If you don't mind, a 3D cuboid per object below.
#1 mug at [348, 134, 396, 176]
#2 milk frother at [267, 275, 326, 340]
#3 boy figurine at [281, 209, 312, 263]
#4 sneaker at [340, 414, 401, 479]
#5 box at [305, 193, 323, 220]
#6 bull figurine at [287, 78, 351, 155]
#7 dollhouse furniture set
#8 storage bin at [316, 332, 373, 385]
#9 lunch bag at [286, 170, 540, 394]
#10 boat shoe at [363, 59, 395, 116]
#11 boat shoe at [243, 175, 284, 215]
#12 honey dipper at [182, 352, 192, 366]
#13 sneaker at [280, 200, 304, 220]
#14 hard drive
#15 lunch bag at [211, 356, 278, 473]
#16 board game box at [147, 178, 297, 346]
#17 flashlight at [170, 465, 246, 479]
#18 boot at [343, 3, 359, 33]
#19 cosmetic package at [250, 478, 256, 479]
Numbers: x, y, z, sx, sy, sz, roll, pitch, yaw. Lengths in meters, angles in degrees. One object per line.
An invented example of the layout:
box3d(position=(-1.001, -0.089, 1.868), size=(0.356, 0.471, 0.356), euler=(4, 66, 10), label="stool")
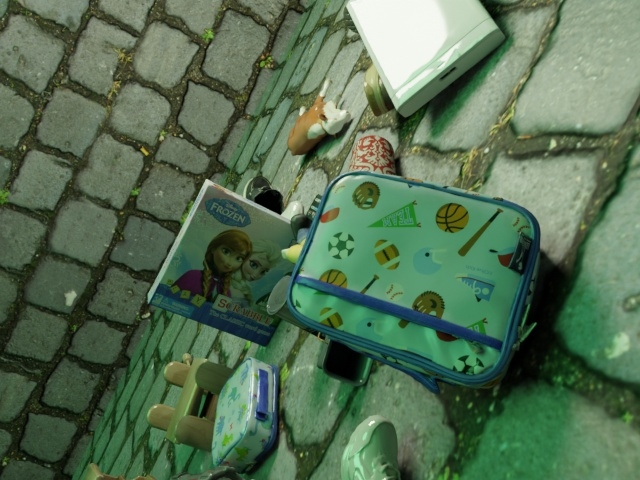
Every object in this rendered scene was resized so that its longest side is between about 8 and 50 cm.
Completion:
box3d(position=(0.095, -0.123, 1.138), size=(0.150, 0.113, 0.169), euler=(-44, 26, 38), label="mug")
box3d(position=(-0.019, 0.106, 1.106), size=(0.129, 0.134, 0.143), euler=(-49, 26, 19), label="milk frother")
box3d(position=(0.000, 0.000, 1.178), size=(0.177, 0.092, 0.285), euler=(-24, 15, -4), label="boy figurine")
box3d(position=(0.087, 0.342, 0.696), size=(0.115, 0.090, 0.232), euler=(-25, 53, 49), label="sneaker")
box3d(position=(0.086, -0.007, 0.938), size=(0.051, 0.175, 0.220), euler=(-63, 21, 3), label="box")
box3d(position=(-0.007, -0.361, 1.649), size=(0.310, 0.101, 0.189), euler=(-22, 42, 57), label="bull figurine")
box3d(position=(-0.408, 0.488, 1.420), size=(0.362, 0.256, 0.395), euler=(-21, 48, 60), label="dollhouse furniture set")
box3d(position=(0.038, 0.180, 0.967), size=(0.091, 0.098, 0.135), euler=(143, 147, -68), label="storage bin")
box3d(position=(0.120, 0.051, 0.694), size=(0.303, 0.115, 0.243), euler=(17, 76, 25), label="lunch bag")
box3d(position=(0.186, -0.413, 1.275), size=(0.123, 0.123, 0.342), euler=(-13, 36, 25), label="boat shoe")
box3d(position=(-0.163, -0.105, 1.686), size=(0.113, 0.127, 0.340), euler=(-49, 28, 32), label="boat shoe")
box3d(position=(-0.452, 0.437, 1.895), size=(0.031, 0.030, 0.160), euler=(-63, 26, 3), label="honey dipper")
box3d(position=(-0.154, 0.013, 1.501), size=(0.305, 0.152, 0.114), euler=(-56, 21, 16), label="sneaker")
box3d(position=(0.197, -0.453, 1.124), size=(0.233, 0.047, 0.353), euler=(-36, 53, 27), label="hard drive")
box3d(position=(-0.160, 0.378, 1.195), size=(0.176, 0.090, 0.219), euler=(-53, 24, 29), label="lunch bag")
box3d(position=(-0.202, 0.063, 1.330), size=(0.318, 0.318, 0.066), euler=(-62, 23, 8), label="board game box")
box3d(position=(-0.256, 0.530, 1.138), size=(0.304, 0.103, 0.103), euler=(-35, 45, 48), label="flashlight")
box3d(position=(0.190, -0.570, 1.324), size=(0.246, 0.084, 0.161), euler=(3, 31, 41), label="boot")
box3d(position=(-0.111, 0.515, 0.885), size=(0.238, 0.127, 0.107), euler=(-58, 22, 20), label="cosmetic package")
